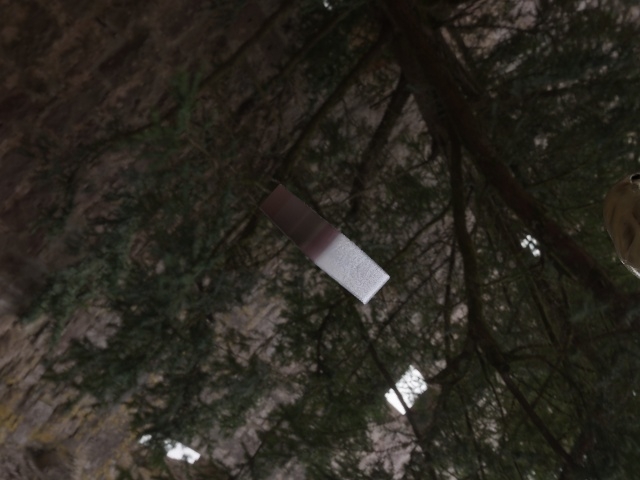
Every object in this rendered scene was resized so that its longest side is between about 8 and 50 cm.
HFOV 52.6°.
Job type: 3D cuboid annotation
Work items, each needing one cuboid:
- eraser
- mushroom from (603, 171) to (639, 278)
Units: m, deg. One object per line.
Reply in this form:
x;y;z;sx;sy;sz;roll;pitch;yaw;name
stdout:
0.000;0.000;0.434;0.026;0.065;0.105;-47;-150;-1;eraser
0.327;-0.022;0.572;0.154;0.122;0.154;-1;-154;1;mushroom
